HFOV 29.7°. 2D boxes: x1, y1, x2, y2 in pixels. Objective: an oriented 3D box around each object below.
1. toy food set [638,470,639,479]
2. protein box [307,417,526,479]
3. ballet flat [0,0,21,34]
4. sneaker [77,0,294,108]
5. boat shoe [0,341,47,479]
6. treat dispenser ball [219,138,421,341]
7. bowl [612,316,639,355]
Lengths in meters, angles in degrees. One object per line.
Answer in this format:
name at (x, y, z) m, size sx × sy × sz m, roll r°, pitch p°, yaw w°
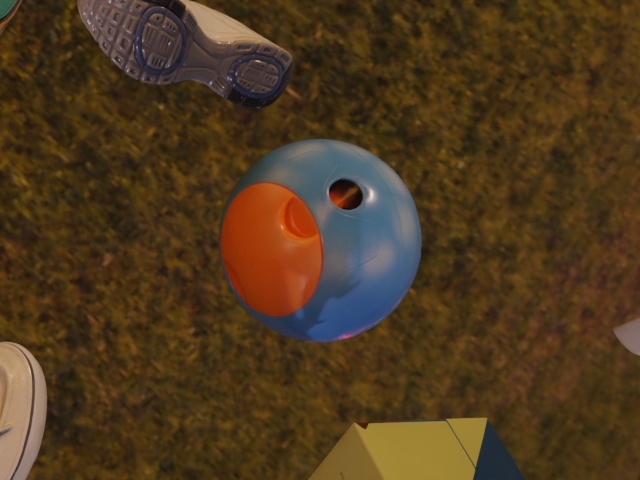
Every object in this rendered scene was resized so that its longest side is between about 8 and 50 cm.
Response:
toy food set at (0.281, 0.148, 0.973) m, size 0.192 × 0.039 × 0.132 m, roll 83°, pitch 25°, yaw -84°
protein box at (0.065, 0.265, 0.849) m, size 0.136 × 0.200 × 0.201 m, roll 5°, pitch 131°, yaw -39°
ballet flat at (-0.508, -0.319, 1.788) m, size 0.232 × 0.080 × 0.073 m, roll -64°, pitch -171°, yaw -23°
sneaker at (-0.176, -0.250, 1.489) m, size 0.297 × 0.129 × 0.111 m, roll 20°, pitch 109°, yaw -41°
boat shoe at (-0.434, 0.266, 1.332) m, size 0.367 × 0.136 × 0.156 m, roll -65°, pitch 157°, yaw -17°
treat dispenser ball at (0.000, 0.000, 1.712) m, size 0.288 × 0.288 × 0.288 m, roll -33°, pitch 144°, yaw -28°
bowl at (0.428, 0.095, 1.399) m, size 0.142 × 0.053 × 0.142 m, roll -18°, pitch 169°, yaw -17°
